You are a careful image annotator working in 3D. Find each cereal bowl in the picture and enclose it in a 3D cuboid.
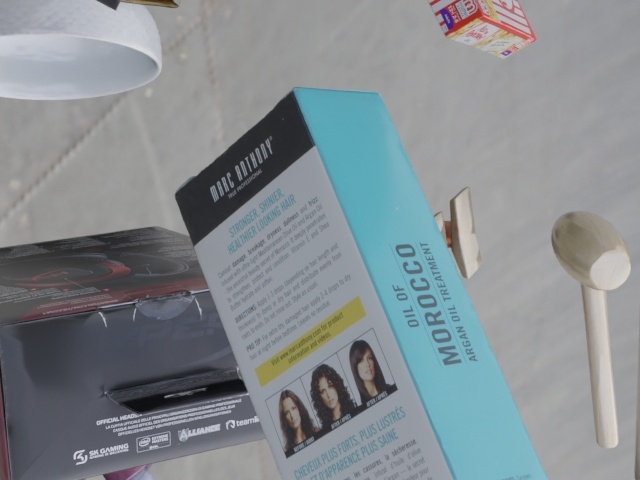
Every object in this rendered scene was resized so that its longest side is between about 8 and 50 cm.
[{"bbox_3d":[-0.406,-0.318,2.140,0.339,0.339,0.141,26,59,-68],"label":"cereal bowl"}]

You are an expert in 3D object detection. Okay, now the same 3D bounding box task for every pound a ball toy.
[{"bbox_3d":[0.275,0.082,1.112,0.136,0.208,0.319,-112,-169,-54],"label":"pound a ball toy"}]

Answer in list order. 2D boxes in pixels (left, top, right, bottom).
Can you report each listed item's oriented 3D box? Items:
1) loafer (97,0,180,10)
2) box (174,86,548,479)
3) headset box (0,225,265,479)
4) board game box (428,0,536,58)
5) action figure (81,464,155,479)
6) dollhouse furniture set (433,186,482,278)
[{"bbox_3d":[-0.239,-0.295,1.651,0.062,0.170,0.061,133,-53,-69],"label":"loafer"},{"bbox_3d":[0.021,0.060,0.652,0.060,0.244,0.100,-3,155,-45],"label":"box"},{"bbox_3d":[-0.147,0.071,0.981,0.218,0.293,0.110,-9,101,-29],"label":"headset box"},{"bbox_3d":[0.140,-0.262,1.421,0.147,0.045,0.193,65,21,9],"label":"board game box"},{"bbox_3d":[-0.301,0.247,1.429,0.276,0.248,0.370,56,37,-46],"label":"action figure"},{"bbox_3d":[0.000,0.000,1.494,0.259,0.262,0.135,-38,124,-53],"label":"dollhouse furniture set"}]
